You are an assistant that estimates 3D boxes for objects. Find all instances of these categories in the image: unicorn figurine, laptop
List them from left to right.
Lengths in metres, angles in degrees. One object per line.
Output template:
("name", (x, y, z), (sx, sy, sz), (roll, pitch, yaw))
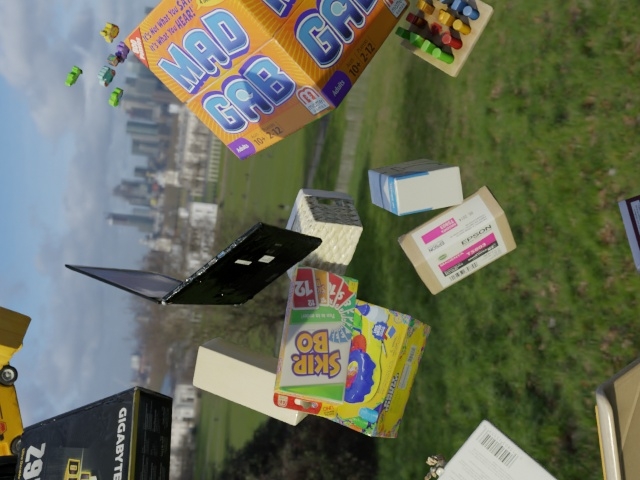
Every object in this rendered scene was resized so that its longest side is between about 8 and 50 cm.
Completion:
("laptop", (-0.167, 0.019, 1.056), (0.136, 0.264, 0.234), (56, -167, 15))
("unicorn figurine", (0.314, 0.620, 1.893), (0.060, 0.111, 0.162), (4, 97, 37))

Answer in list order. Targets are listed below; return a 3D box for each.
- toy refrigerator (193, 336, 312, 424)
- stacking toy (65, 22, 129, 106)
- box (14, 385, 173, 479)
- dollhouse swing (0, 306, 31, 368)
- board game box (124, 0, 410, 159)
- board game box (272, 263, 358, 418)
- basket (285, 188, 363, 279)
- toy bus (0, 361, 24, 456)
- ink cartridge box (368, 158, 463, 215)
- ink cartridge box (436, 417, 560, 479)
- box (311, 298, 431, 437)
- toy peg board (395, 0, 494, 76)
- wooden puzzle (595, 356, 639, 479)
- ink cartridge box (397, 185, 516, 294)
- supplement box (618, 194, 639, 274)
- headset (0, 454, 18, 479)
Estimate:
("toy refrigerator", (-0.149, 0.318, 1.711), (0.094, 0.269, 0.102), (-19, -57, -65))
("stacking toy", (-0.554, -0.470, 1.998), (0.221, 0.167, 0.052), (-59, -18, -15))
("box", (-0.322, 0.389, 1.014), (0.257, 0.079, 0.322), (-24, 53, 30))
("dollhouse swing", (-0.775, 0.326, 1.476), (0.347, 0.315, 0.305), (-43, 48, 14))
("board game box", (-0.108, -0.453, 1.555), (0.356, 0.356, 0.356), (-19, 32, 52))
("board game box", (-0.007, 0.179, 1.341), (0.039, 0.124, 0.259), (141, 142, -63))
("basket", (0.000, 0.000, 1.425), (0.103, 0.113, 0.167), (-113, 35, -50))
("toy bus", (-0.819, 0.414, 1.857), (0.108, 0.130, 0.333), (-29, 74, 53))
("ink cartridge box", (0.203, -0.121, 1.639), (0.203, 0.148, 0.086), (-140, 39, -73))
("ink cartridge box", (0.337, 0.509, 1.370), (0.239, 0.275, 0.060), (-50, -17, 0))
("box", (0.080, 0.297, 1.831), (0.177, 0.279, 0.290), (31, -104, -61))
("toy peg board", (0.253, -0.461, 1.586), (0.161, 0.079, 0.161), (40, 112, 28))
("wooden puzzle", (0.405, 0.251, 0.936), (0.044, 0.238, 0.221), (0, 104, 45))
("ink cartridge box", (0.319, 0.005, 1.716), (0.088, 0.234, 0.193), (63, -171, 32))
("supplement box", (0.602, -0.033, 1.151), (0.239, 0.073, 0.130), (-21, 53, 29))
("headset", (-0.539, 0.479, 1.211), (0.185, 0.394, 0.243), (74, -162, -54))
